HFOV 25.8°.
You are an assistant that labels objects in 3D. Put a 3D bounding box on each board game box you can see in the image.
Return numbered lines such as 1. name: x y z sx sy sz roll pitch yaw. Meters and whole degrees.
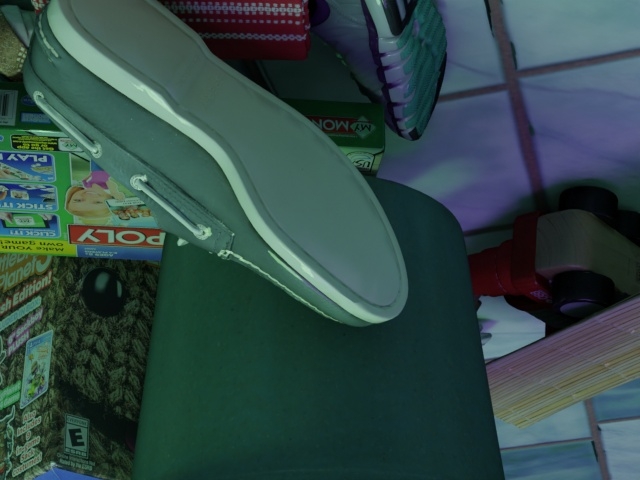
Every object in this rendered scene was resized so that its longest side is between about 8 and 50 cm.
1. board game box: -0.121 -0.047 1.129 0.317 0.046 0.213 3 152 -7
2. board game box: -0.182 0.117 1.291 0.232 0.291 0.141 22 142 -37

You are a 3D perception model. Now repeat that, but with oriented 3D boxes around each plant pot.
1. plant pot: -0.004 0.148 1.098 0.341 0.334 0.341 -1 153 -1

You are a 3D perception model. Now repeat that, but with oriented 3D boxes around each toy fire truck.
1. toy fire truck: 0.220 0.071 1.409 0.246 0.158 0.217 -12 152 40

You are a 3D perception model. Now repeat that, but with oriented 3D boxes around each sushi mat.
1. sushi mat: 0.264 0.114 1.348 0.151 0.019 0.316 21 144 -33

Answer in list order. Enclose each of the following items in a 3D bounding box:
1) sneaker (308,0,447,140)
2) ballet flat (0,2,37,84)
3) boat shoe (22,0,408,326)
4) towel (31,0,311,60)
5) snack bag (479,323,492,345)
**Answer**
1. sneaker: 0.036 -0.160 1.068 0.098 0.083 0.224 17 156 19
2. ballet flat: -0.214 -0.139 1.085 0.067 0.073 0.206 -36 147 6
3. boat shoe: -0.074 -0.048 0.972 0.319 0.116 0.099 42 130 -8
4. towel: -0.110 -0.211 0.928 0.199 0.031 0.275 0 148 3
5. snack bag: -0.018 0.187 1.596 0.342 0.037 0.323 -6 156 -30
